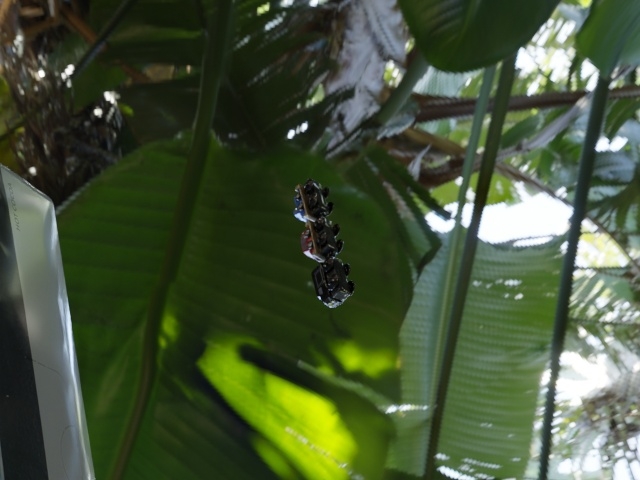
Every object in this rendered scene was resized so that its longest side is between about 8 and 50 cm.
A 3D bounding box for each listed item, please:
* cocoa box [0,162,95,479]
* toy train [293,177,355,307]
[{"bbox_3d":[-0.253,0.121,0.441,0.231,0.228,0.347,-21,-116,11],"label":"cocoa box"},{"bbox_3d":[0.000,0.000,0.879,0.027,0.036,0.158,25,-148,-30],"label":"toy train"}]
